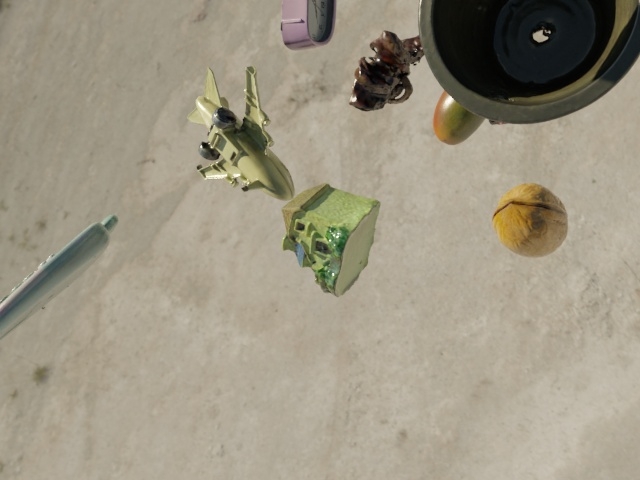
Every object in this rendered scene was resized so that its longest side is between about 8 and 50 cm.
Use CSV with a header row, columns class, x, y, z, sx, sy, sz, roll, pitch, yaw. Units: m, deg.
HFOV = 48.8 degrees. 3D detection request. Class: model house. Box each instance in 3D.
class,x,y,z,sx,sy,sz,roll,pitch,yaw
model house,0.000,0.000,1.538,0.189,0.214,0.195,26,43,19

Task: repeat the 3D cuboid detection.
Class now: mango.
class,x,y,z,sx,sy,sz,roll,pitch,yaw
mango,0.387,-0.371,1.771,0.129,0.146,0.289,40,100,0

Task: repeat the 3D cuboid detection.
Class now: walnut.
class,x,y,z,sx,sy,sz,roll,pitch,yaw
walnut,0.408,-0.037,1.372,0.144,0.180,0.144,-13,66,31

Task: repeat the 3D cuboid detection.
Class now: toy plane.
class,x,y,z,sx,sy,sz,roll,pitch,yaw
toy plane,-0.134,-0.160,1.175,0.256,0.104,0.242,56,134,23

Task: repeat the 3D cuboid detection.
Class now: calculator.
class,x,y,z,sx,sy,sz,roll,pitch,yaw
calculator,-0.393,0.058,1.027,0.185,0.041,0.299,-35,12,45

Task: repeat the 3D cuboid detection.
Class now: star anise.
class,x,y,z,sx,sy,sz,roll,pitch,yaw
star anise,0.147,-0.354,1.474,0.125,0.220,0.190,31,114,10

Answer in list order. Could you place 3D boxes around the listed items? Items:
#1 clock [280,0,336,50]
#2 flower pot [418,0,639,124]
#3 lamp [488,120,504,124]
class,x,y,z,sx,sy,sz,roll,pitch,yaw
clock,-0.012,-0.386,1.147,0.050,0.110,0.153,7,99,32
flower pot,0.237,-0.241,0.777,0.235,0.148,0.235,2,95,22
lamp,0.524,-0.355,1.771,0.253,0.118,0.118,4,68,59
